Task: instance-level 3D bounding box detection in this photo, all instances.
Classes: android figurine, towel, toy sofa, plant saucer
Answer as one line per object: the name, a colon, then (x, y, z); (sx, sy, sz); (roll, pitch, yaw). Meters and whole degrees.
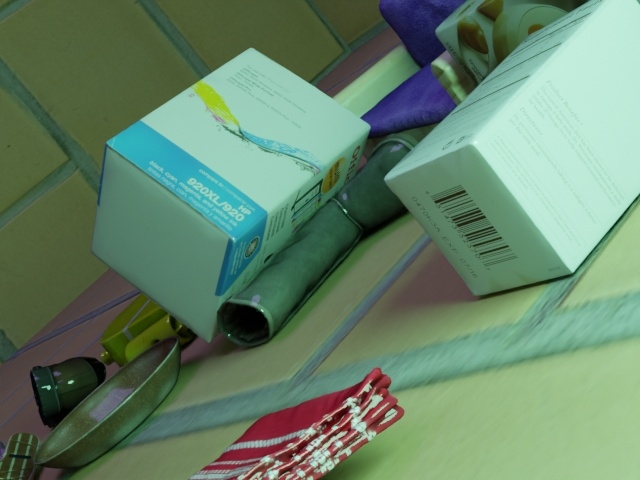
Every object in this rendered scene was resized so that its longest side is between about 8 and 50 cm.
android figurine: (-0.175, 0.077, 1.462); (0.273, 0.056, 0.248); (-33, 12, 26)
towel: (-0.095, 0.165, 0.640); (0.275, 0.031, 0.199); (-31, -2, -31)
toy sofa: (0.120, -0.174, 1.153); (0.150, 0.177, 0.362); (-41, 11, -11)
plant saucer: (-0.216, 0.178, 1.217); (0.198, 0.036, 0.198); (-39, 10, 8)

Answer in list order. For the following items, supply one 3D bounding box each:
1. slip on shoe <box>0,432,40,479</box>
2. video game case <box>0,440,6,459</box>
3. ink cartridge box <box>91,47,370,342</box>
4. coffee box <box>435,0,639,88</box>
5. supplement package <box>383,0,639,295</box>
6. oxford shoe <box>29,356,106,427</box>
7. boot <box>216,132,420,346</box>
slip on shoe: (-0.350, 0.267, 1.307); (0.135, 0.051, 0.041); (-103, 24, -71)
video game case: (-0.523, 0.367, 1.480); (0.210, 0.042, 0.232); (-37, 10, 15)
ink cartridge box: (-0.092, -0.053, 1.192); (0.232, 0.168, 0.171); (-42, -20, -39)
coffee box: (0.212, -0.161, 0.856); (0.098, 0.141, 0.246); (-43, 10, -22)
supplement package: (0.149, -0.064, 0.751); (0.179, 0.105, 0.105); (-44, 11, -28)
oxford shoe: (-0.324, 0.192, 1.490); (0.096, 0.083, 0.227); (-17, 0, -18)
boot: (0.002, 0.001, 1.095); (0.208, 0.076, 0.189); (-38, -7, -34)
